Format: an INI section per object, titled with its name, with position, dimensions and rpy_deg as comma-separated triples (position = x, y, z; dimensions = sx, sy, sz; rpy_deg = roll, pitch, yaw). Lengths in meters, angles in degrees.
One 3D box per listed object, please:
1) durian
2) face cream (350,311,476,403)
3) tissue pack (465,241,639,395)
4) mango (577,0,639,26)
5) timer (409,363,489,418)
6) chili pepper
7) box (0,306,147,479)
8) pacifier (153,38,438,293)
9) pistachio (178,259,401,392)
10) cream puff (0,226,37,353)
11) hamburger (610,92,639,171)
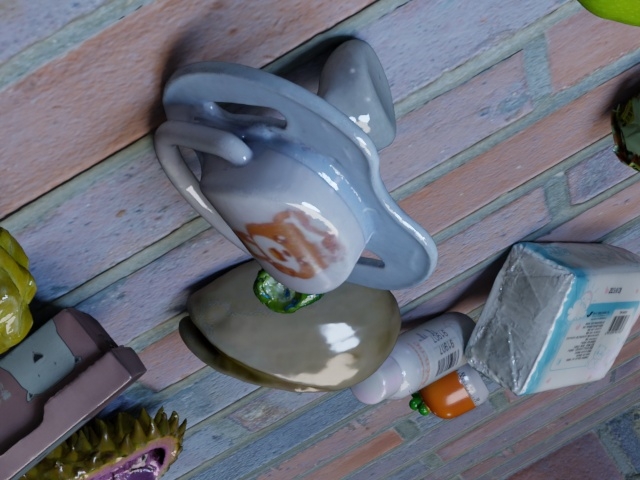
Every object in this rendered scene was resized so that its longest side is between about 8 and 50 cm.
[durian]
position = -0.306, 0.271, 1.532
dimensions = 0.341, 0.112, 0.191
rpy_deg = -29, 151, -23
[face cream]
position = 0.126, 0.161, 1.777
dimensions = 0.082, 0.082, 0.269
rpy_deg = -42, 167, 31
[tissue pack]
position = 0.340, 0.103, 1.858
dimensions = 0.271, 0.124, 0.201
rpy_deg = 1, 119, -51
[mango]
position = 0.337, -0.253, 1.104
dimensions = 0.293, 0.143, 0.175
rpy_deg = -14, 155, -11
[timer]
position = 0.196, 0.234, 2.069
dimensions = 0.136, 0.099, 0.136
rpy_deg = -22, 145, -16
[chili pepper]
position = 0.001, 0.002, 1.259
dimensions = 0.098, 0.061, 0.224
rpy_deg = -23, -165, 22
[box]
position = -0.271, 0.157, 1.205
dimensions = 0.215, 0.086, 0.215
rpy_deg = -40, 179, -5
[pacifier]
position = -0.007, -0.079, 1.065
dimensions = 0.207, 0.227, 0.279
rpy_deg = -58, 138, -21
[pistachio]
position = -0.031, 0.087, 1.412
dimensions = 0.238, 0.153, 0.137
rpy_deg = 5, 139, -11
[cream puff]
position = -0.278, 0.039, 1.014
dimensions = 0.146, 0.146, 0.116
rpy_deg = -35, 175, 16
[hamburger]
position = 0.446, -0.155, 1.461
dimensions = 0.214, 0.125, 0.235
rpy_deg = -21, 174, -45
